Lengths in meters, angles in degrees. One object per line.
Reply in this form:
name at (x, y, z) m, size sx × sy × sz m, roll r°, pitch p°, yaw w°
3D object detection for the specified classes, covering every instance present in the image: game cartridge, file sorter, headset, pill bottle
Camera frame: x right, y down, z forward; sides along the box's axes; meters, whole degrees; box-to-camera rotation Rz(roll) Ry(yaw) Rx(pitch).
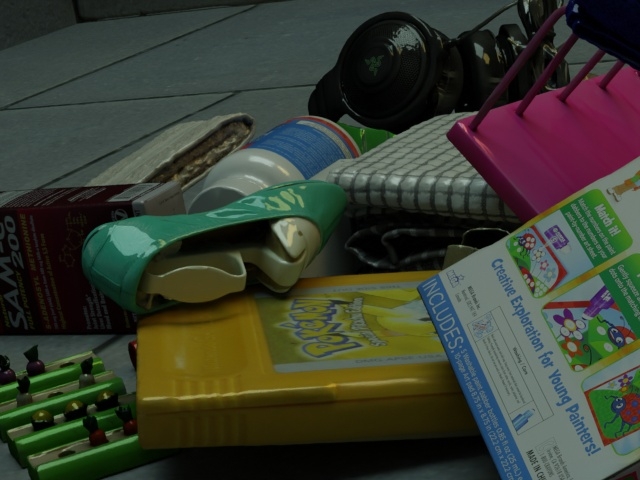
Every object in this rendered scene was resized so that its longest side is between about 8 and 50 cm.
game cartridge at (0.022, 0.080, 1.248) m, size 0.324 × 0.052 × 0.285 m, roll -1°, pitch 14°, yaw -6°
file sorter at (0.297, -0.103, 1.372) m, size 0.291 × 0.202 × 0.182 m, roll -20°, pitch -26°, yaw -46°
headset at (0.145, -0.153, 1.805) m, size 0.243 × 0.185 × 0.394 m, roll 2°, pitch -23°, yaw -27°
pill bottle at (-0.047, -0.044, 1.689) m, size 0.124 × 0.124 × 0.221 m, roll -3°, pitch 16°, yaw 24°

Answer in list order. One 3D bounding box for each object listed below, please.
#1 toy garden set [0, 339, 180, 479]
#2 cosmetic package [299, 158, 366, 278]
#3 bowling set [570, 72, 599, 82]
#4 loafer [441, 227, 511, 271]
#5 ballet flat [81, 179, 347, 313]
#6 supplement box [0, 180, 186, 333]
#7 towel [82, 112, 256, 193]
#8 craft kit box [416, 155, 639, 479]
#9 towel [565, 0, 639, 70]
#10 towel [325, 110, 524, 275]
toy garden set at (-0.160, 0.114, 1.329) m, size 0.204 × 0.049 × 0.244 m, roll -16°, pitch 16°, yaw -20°
cosmetic package at (0.000, 0.000, 1.549) m, size 0.060 × 0.099 × 0.239 m, roll -2°, pitch 18°, yaw 27°
bowling set at (0.445, -0.270, 2.077) m, size 0.287 × 0.199 × 0.154 m, roll -6°, pitch 14°, yaw 1°
loafer at (0.142, 0.013, 1.307) m, size 0.056 × 0.050 × 0.148 m, roll 6°, pitch 16°, yaw 29°
ballet flat at (-0.067, 0.014, 1.313) m, size 0.247 × 0.083 × 0.087 m, roll -12°, pitch 42°, yaw -32°
supplement box at (-0.239, 0.018, 1.576) m, size 0.239 × 0.130 × 0.073 m, roll -3°, pitch 17°, yaw 28°
towel at (-0.212, -0.049, 1.762) m, size 0.282 × 0.049 × 0.187 m, roll -38°, pitch 16°, yaw -21°
craft kit box at (0.204, 0.049, 1.022) m, size 0.247 × 0.061 × 0.250 m, roll -33°, pitch 34°, yaw 10°
towel at (0.329, -0.143, 1.237) m, size 0.308 × 0.076 × 0.227 m, roll 32°, pitch 32°, yaw 0°
towel at (0.174, -0.039, 1.549) m, size 0.235 × 0.121 × 0.284 m, roll 3°, pitch 20°, yaw 31°
